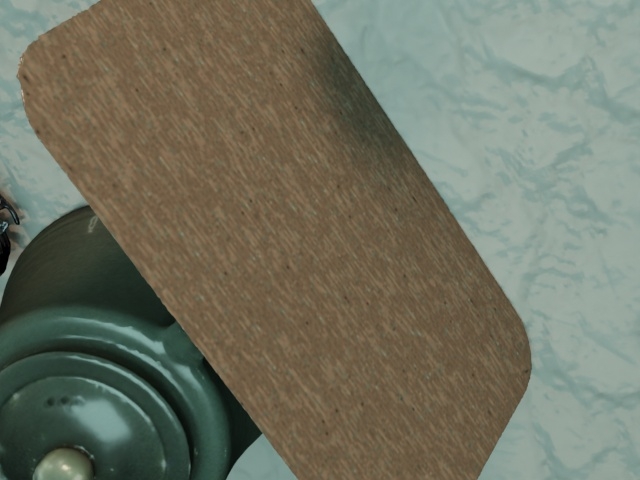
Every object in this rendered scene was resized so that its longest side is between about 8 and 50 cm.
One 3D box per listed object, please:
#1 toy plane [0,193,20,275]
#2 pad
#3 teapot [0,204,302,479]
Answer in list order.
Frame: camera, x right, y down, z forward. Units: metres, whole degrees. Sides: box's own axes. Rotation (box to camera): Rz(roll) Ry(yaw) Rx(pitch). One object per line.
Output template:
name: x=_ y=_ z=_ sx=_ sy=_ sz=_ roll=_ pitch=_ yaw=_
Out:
toy plane: x=-0.206 y=-0.021 z=0.531 sx=0.060 sy=0.037 sz=0.145 roll=-43 pitch=94 yaw=10
pad: x=0.000 y=0.000 z=0.453 sx=0.002 sy=0.176 sz=0.266 roll=-23 pitch=107 yaw=43
teapot: x=-0.096 y=0.071 z=0.498 sx=0.239 sy=0.149 sz=0.162 roll=-41 pitch=99 yaw=19
